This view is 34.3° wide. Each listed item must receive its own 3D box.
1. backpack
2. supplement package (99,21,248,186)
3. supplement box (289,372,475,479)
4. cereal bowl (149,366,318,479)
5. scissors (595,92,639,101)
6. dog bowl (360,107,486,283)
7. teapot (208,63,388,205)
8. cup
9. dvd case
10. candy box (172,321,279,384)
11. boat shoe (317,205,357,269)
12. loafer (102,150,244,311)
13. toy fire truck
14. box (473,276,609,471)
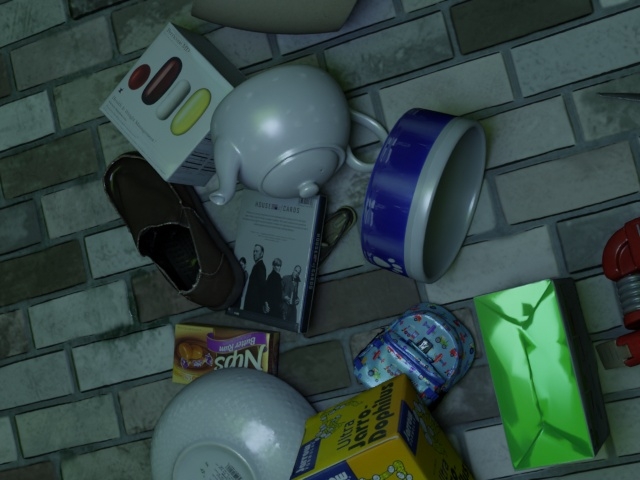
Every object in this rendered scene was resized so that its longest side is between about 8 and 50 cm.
[{"bbox_3d":[0.161,0.193,1.702,0.173,0.117,0.158,-46,76,10],"label":"backpack"},{"bbox_3d":[-0.236,-0.237,1.832,0.194,0.149,0.203,46,104,15],"label":"supplement package"},{"bbox_3d":[0.133,0.423,1.598,0.195,0.194,0.356,-29,105,17],"label":"supplement box"},{"bbox_3d":[-0.151,0.396,1.767,0.339,0.141,0.338,4,100,21],"label":"cereal bowl"},{"bbox_3d":[0.586,-0.221,1.608,0.297,0.021,0.109,24,74,31],"label":"scissors"},{"bbox_3d":[0.165,-0.071,1.626,0.104,0.265,0.264,18,95,22],"label":"dog bowl"},{"bbox_3d":[-0.045,-0.156,1.710,0.256,0.252,0.187,-32,69,16],"label":"teapot"},{"bbox_3d":[-0.040,-0.471,1.707,0.237,0.331,0.331,25,98,-8],"label":"cup"},{"bbox_3d":[-0.080,0.029,1.807,0.179,0.030,0.238,11,92,39],"label":"dvd case"},{"bbox_3d":[-0.169,0.209,1.850,0.187,0.053,0.109,4,91,21],"label":"candy box"},{"bbox_3d":[0.000,0.000,1.796,0.056,0.049,0.152,41,102,15],"label":"boat shoe"},{"bbox_3d":[-0.275,-0.032,1.839,0.134,0.130,0.366,-49,67,12],"label":"loafer"},{"bbox_3d":[0.481,0.097,1.549,0.246,0.159,0.217,-29,59,37],"label":"toy fire truck"},{"bbox_3d":[0.345,0.193,1.574,0.127,0.231,0.261,-14,85,19],"label":"box"}]
